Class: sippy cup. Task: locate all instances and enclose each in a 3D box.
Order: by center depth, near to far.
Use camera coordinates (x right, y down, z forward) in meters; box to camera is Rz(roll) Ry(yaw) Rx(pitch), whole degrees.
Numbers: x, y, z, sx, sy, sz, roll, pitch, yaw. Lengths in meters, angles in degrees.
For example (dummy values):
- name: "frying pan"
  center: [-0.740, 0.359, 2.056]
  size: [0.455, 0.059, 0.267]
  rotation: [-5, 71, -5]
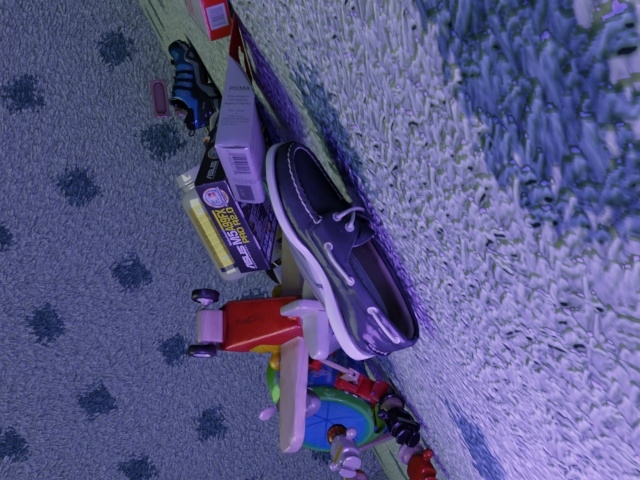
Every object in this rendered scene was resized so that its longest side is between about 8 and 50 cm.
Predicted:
- name: "sippy cup"
  center: [0.024, 0.375, 1.703]
  size: [0.224, 0.239, 0.306]
  rotation: [-82, -28, -48]

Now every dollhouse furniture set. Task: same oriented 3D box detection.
- name: "dollhouse furniture set"
  center: [-0.436, -0.449, 2.038]
  size: [0.123, 0.151, 0.144]
  rotation: [-147, 50, -74]

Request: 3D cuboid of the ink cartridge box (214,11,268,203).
- name: "ink cartridge box"
  center: [-0.109, -0.201, 1.050]
  size: [0.189, 0.066, 0.233]
  rotation: [82, -164, -69]

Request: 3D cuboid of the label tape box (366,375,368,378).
- name: "label tape box"
  center: [0.024, 0.310, 1.992]
  size: [0.249, 0.115, 0.348]
  rotation: [51, 166, 57]

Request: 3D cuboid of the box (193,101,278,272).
- name: "box"
  center: [-0.137, -0.110, 1.244]
  size: [0.270, 0.060, 0.216]
  rotation: [-84, -22, -45]

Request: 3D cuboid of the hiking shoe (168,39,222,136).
- name: "hiking shoe"
  center: [-0.377, -0.440, 1.890]
  size: [0.304, 0.132, 0.113]
  rotation: [59, 172, 25]

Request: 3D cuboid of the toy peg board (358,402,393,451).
- name: "toy peg board"
  center: [0.121, 0.540, 2.043]
  size: [0.161, 0.161, 0.079]
  rotation: [-127, 26, -51]

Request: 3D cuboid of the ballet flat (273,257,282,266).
- name: "ballet flat"
  center: [-0.135, 0.017, 2.104]
  size: [0.247, 0.087, 0.083]
  rotation: [57, 172, 34]

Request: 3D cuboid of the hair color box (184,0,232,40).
- name: "hair color box"
  center: [-0.181, -0.374, 1.062]
  size: [0.141, 0.043, 0.072]
  rotation: [-126, 20, -47]

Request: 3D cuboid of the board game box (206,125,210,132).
- name: "board game box"
  center: [-0.316, -0.341, 2.136]
  size: [0.194, 0.060, 0.194]
  rotation: [62, 172, 0]

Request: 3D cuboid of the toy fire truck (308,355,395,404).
- name: "toy fire truck"
  center: [0.065, 0.304, 1.501]
  size: [0.191, 0.047, 0.135]
  rotation: [15, 155, 30]

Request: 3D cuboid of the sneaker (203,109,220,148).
- name: "sneaker"
  center: [-0.192, -0.195, 1.528]
  size: [0.128, 0.126, 0.321]
  rotation: [60, 177, -36]

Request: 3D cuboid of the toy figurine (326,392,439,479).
- name: "toy figurine"
  center: [0.125, 0.452, 1.418]
  size: [0.148, 0.209, 0.213]
  rotation: [-120, 5, -68]

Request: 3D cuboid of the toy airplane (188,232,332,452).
- name: "toy airplane"
  center: [-0.056, 0.168, 1.381]
  size: [0.272, 0.386, 0.384]
  rotation: [21, -163, -47]

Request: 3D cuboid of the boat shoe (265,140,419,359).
- name: "boat shoe"
  center: [0.033, 0.005, 0.848]
  size: [0.303, 0.091, 0.114]
  rotation: [62, -143, -12]

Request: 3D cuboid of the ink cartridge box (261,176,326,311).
- name: "ink cartridge box"
  center: [0.000, 0.000, 1.053]
  size: [0.153, 0.086, 0.209]
  rotation: [53, 168, 48]

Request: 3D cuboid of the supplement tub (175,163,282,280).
- name: "supplement tub"
  center: [-0.251, -0.077, 1.945]
  size: [0.332, 0.240, 0.241]
  rotation: [63, 173, -9]

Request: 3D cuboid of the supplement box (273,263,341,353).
- name: "supplement box"
  center: [-0.010, 0.148, 1.599]
  size: [0.220, 0.113, 0.111]
  rotation: [57, 172, 26]

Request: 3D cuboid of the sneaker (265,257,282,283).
- name: "sneaker"
  center: [-0.151, 0.012, 2.262]
  size: [0.314, 0.115, 0.136]
  rotation: [56, -151, -21]
